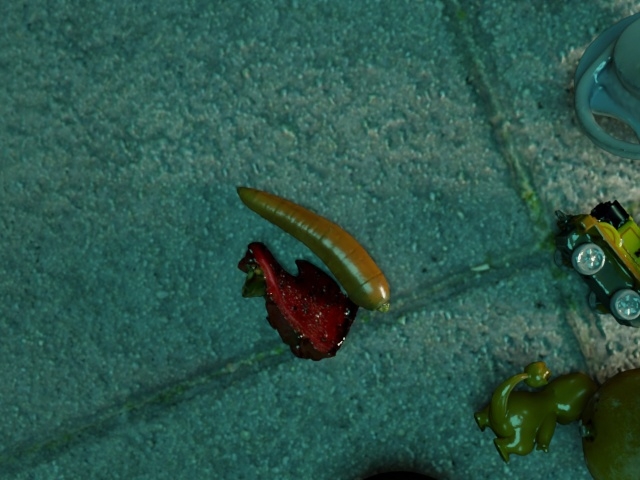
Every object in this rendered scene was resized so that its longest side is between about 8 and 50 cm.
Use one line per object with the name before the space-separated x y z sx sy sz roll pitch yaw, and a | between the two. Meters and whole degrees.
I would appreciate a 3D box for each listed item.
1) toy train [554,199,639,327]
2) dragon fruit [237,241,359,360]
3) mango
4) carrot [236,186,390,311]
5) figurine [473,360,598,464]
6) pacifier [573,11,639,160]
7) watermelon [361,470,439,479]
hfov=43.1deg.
toy train | 0.405 0.028 1.092 0.127 0.089 0.219 -40 92 -3
dragon fruit | -0.036 0.078 1.123 0.122 0.092 0.192 -38 93 7
mango | 0.522 0.283 1.054 0.383 0.199 0.222 13 81 1
carrot | 0.000 0.000 1.132 0.271 0.062 0.066 44 136 3
figurine | 0.301 0.216 1.109 0.176 0.121 0.122 -15 121 -17
pacifier | 0.449 -0.168 1.024 0.227 0.279 0.207 -41 135 6
watermelon | 0.111 0.434 1.088 0.242 0.242 0.243 1 97 4
